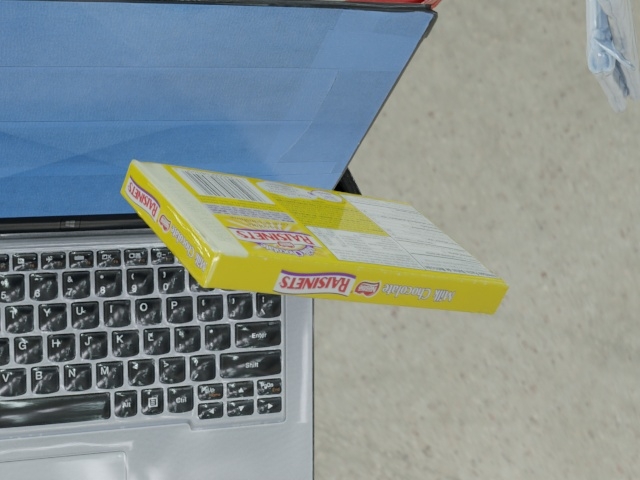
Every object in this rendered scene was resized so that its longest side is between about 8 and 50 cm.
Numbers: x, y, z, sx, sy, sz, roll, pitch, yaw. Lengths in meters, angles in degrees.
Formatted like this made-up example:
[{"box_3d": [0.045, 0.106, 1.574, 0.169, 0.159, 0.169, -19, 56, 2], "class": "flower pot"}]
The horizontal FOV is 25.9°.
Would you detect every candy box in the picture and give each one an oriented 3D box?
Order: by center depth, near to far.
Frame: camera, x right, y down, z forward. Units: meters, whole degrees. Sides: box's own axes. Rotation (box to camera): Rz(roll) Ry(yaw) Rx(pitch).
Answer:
[{"box_3d": [0.000, 0.000, 0.776, 0.105, 0.205, 0.027, 46, 119, 45], "class": "candy box"}]

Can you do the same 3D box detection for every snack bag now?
[{"box_3d": [0.205, -0.280, 1.052, 0.037, 0.342, 0.323, -6, 84, 14], "class": "snack bag"}]

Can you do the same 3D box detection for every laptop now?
[{"box_3d": [-0.144, 0.055, 0.905, 0.381, 0.236, 0.408, -2, 96, -21], "class": "laptop"}]

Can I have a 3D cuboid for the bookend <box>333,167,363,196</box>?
[{"box_3d": [-0.057, -0.069, 1.520, 0.156, 0.072, 0.157, -24, 83, -15], "class": "bookend"}]

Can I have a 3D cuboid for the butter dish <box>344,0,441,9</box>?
[{"box_3d": [0.089, -0.325, 1.689, 0.160, 0.118, 0.160, -30, 13, 41], "class": "butter dish"}]
